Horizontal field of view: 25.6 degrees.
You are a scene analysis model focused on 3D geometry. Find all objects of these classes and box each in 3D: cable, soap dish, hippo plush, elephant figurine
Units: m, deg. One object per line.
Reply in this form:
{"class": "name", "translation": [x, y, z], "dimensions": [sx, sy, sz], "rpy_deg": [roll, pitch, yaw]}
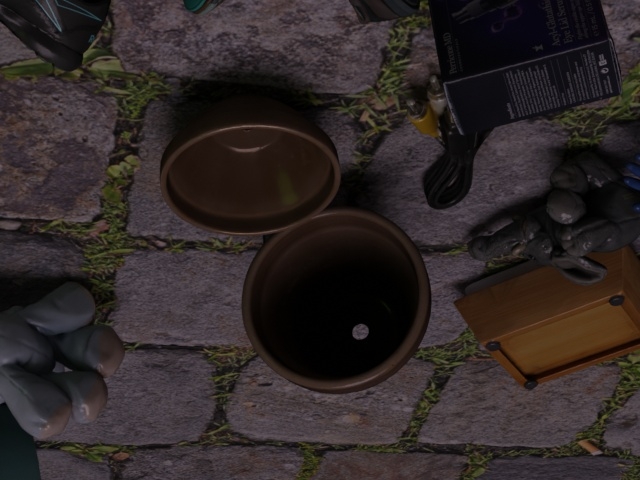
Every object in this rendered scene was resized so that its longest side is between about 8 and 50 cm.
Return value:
{"class": "cable", "translation": [0.191, -0.145, 1.945], "dimensions": [0.139, 0.072, 0.287], "rpy_deg": [-24, 156, -4]}
{"class": "soap dish", "translation": [0.394, 0.121, 2.264], "dimensions": [0.290, 0.118, 0.229], "rpy_deg": [-22, 141, 19]}
{"class": "hippo plush", "translation": [-0.467, 0.213, 2.160], "dimensions": [0.294, 0.234, 0.236], "rpy_deg": [-8, 162, -33]}
{"class": "elephant figurine", "translation": [0.362, -0.016, 2.070], "dimensions": [0.169, 0.186, 0.239], "rpy_deg": [-40, 170, -29]}

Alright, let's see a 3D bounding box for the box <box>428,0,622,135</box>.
{"class": "box", "translation": [0.247, -0.238, 1.716], "dimensions": [0.207, 0.153, 0.108], "rpy_deg": [-15, 143, 10]}

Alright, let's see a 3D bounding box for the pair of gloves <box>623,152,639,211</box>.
{"class": "pair of gloves", "translation": [0.506, -0.116, 1.956], "dimensions": [0.159, 0.023, 0.198], "rpy_deg": [28, 97, -27]}

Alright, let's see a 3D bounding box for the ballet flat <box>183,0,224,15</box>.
{"class": "ballet flat", "translation": [-0.101, -0.342, 1.600], "dimensions": [0.079, 0.077, 0.221], "rpy_deg": [-13, 148, -25]}

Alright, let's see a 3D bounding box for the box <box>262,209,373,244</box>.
{"class": "box", "translation": [0.000, 0.000, 2.091], "dimensions": [0.168, 0.054, 0.059], "rpy_deg": [-6, 144, 1]}

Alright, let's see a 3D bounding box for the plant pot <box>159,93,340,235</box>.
{"class": "plant pot", "translation": [-0.095, -0.116, 1.870], "dimensions": [0.237, 0.110, 0.237], "rpy_deg": [-4, 143, -3]}

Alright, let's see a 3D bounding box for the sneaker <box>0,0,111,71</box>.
{"class": "sneaker", "translation": [-0.359, -0.305, 1.608], "dimensions": [0.106, 0.101, 0.267], "rpy_deg": [-48, 128, 10]}

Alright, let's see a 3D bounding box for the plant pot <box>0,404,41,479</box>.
{"class": "plant pot", "translation": [-0.602, 0.399, 2.372], "dimensions": [0.235, 0.293, 0.293], "rpy_deg": [-9, 146, -20]}

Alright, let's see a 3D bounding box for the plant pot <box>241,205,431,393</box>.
{"class": "plant pot", "translation": [0.039, 0.110, 2.019], "dimensions": [0.263, 0.263, 0.229], "rpy_deg": [-12, 160, 7]}

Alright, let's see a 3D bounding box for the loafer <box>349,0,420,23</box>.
{"class": "loafer", "translation": [0.015, -0.327, 1.616], "dimensions": [0.084, 0.096, 0.267], "rpy_deg": [-21, 144, 28]}
